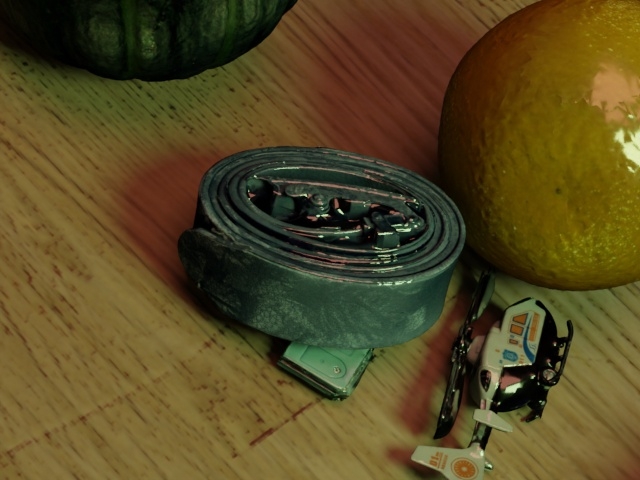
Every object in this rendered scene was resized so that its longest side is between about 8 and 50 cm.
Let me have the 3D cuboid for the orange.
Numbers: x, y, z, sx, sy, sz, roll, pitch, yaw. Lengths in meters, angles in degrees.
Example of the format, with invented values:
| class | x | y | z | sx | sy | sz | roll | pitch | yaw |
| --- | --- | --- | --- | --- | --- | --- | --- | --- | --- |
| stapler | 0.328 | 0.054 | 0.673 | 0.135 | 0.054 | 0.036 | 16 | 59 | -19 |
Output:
| class | x | y | z | sx | sy | sz | roll | pitch | yaw |
| --- | --- | --- | --- | --- | --- | --- | --- | --- | --- |
| orange | 0.191 | -0.072 | 1.131 | 0.236 | 0.236 | 0.236 | 12 | 50 | -15 |

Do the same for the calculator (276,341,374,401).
| class | x | y | z | sx | sy | sz | roll | pitch | yaw |
| --- | --- | --- | --- | --- | --- | --- | --- | --- | --- |
| calculator | 0.029 | 0.045 | 1.100 | 0.057 | 0.018 | 0.172 | 32 | 48 | 3 |

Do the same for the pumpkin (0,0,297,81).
| class | x | y | z | sx | sy | sz | roll | pitch | yaw |
| --- | --- | --- | --- | --- | --- | --- | --- | --- | --- |
| pumpkin | -0.127 | -0.236 | 1.132 | 0.250 | 0.216 | 0.250 | -6 | 30 | 3 |

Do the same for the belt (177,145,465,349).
| class | x | y | z | sx | sy | sz | roll | pitch | yaw |
| --- | --- | --- | --- | --- | --- | --- | --- | --- | --- |
| belt | 0.000 | 0.000 | 1.062 | 0.190 | 0.082 | 0.141 | 10 | 39 | -4 |

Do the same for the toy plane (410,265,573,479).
| class | x | y | z | sx | sy | sz | roll | pitch | yaw |
| --- | --- | --- | --- | --- | --- | --- | --- | --- | --- |
| toy plane | 0.124 | 0.099 | 1.082 | 0.078 | 0.053 | 0.197 | 22 | 46 | 5 |
